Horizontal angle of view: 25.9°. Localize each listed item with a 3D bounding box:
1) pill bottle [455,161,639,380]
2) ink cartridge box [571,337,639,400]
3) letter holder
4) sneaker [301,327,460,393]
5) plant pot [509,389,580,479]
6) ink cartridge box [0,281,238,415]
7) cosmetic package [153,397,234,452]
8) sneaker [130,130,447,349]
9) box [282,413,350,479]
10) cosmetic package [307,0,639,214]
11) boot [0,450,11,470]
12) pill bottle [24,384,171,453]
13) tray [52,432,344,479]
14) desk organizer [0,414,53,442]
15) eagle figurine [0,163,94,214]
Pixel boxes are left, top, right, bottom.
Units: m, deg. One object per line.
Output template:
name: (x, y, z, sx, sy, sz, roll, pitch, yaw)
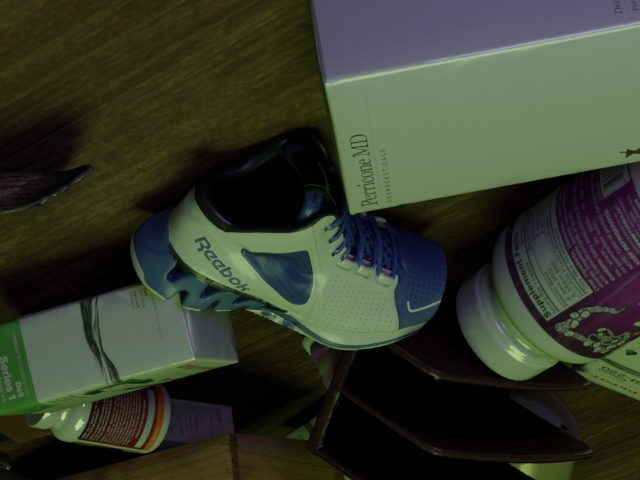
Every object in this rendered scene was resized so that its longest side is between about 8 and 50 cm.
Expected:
pill bottle: (0.278, 0.019, 1.372, 0.169, 0.169, 0.301, 16, 140, -34)
ink cartridge box: (0.391, 0.114, 1.530, 0.158, 0.092, 0.218, 22, 162, -2)
letter holder: (0.178, 0.206, 1.486, 0.302, 0.214, 0.152, 10, 105, -47)
sneaker: (0.091, 0.156, 1.603, 0.236, 0.104, 0.095, 9, 142, -28)
plant pot: (0.211, 0.313, 1.779, 0.256, 0.256, 0.274, 10, 128, -27)
ink cartridge box: (-0.210, 0.107, 1.414, 0.219, 0.092, 0.160, -16, 171, 11)
cosmetic package: (-0.164, 0.228, 1.693, 0.115, 0.060, 0.041, 14, 143, -30)
sneaker: (-0.001, 0.000, 1.310, 0.315, 0.127, 0.182, 10, 145, -25)
box: (0.056, 0.264, 1.731, 0.186, 0.145, 0.038, -36, 173, 36)
cosmetic package: (0.178, -0.159, 1.082, 0.365, 0.155, 0.197, -12, 150, 2)
boot: (-0.522, 0.266, 1.631, 0.263, 0.091, 0.229, -15, 147, 5)
pill bottle: (-0.254, 0.191, 1.586, 0.152, 0.086, 0.086, 16, 140, -34)
tray: (-0.194, 0.318, 1.716, 0.411, 0.076, 0.203, -19, 159, 35)
desk organizer: (-0.357, 0.185, 1.588, 0.050, 0.047, 0.130, -17, 147, 16)
eagle figurine: (-0.365, -0.010, 1.192, 0.298, 0.225, 0.226, -55, 177, 12)
